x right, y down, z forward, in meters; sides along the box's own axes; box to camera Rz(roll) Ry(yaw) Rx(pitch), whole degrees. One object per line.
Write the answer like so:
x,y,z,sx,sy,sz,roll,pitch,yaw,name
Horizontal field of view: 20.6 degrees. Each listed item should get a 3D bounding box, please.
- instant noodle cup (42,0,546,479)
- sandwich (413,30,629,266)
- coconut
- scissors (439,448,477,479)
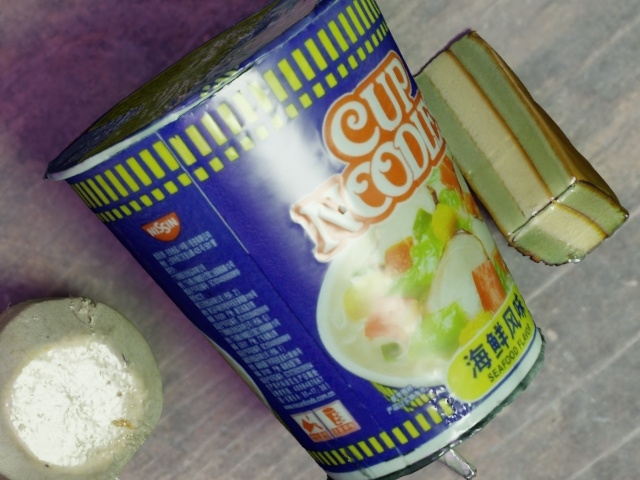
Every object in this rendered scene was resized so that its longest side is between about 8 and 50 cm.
0.000,0.000,1.265,0.284,0.284,0.312,-32,102,12,instant noodle cup
0.151,-0.067,1.354,0.079,0.113,0.163,-40,60,13,sandwich
-0.207,0.120,1.370,0.161,0.162,0.161,-1,92,-22,coconut
0.043,0.119,1.403,0.212,0.021,0.110,41,100,-3,scissors
